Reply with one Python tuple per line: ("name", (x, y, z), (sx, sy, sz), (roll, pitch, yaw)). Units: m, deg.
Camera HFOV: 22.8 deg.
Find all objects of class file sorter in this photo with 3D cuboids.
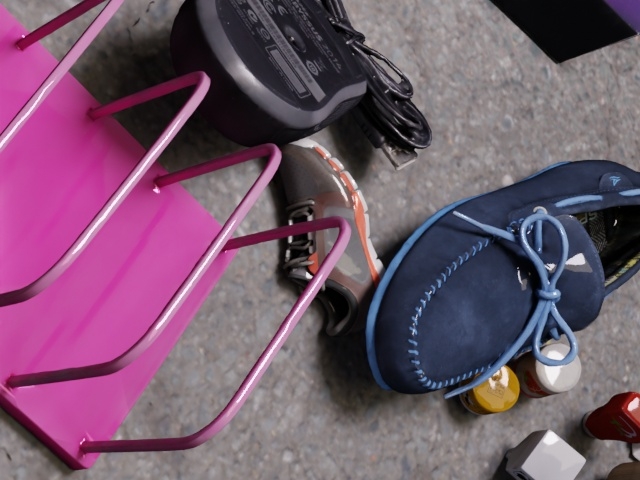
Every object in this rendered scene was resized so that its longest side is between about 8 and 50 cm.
("file sorter", (-0.154, -0.030, 0.972), (0.291, 0.182, 0.202), (46, 58, -22))

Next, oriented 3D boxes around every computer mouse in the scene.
("computer mouse", (-0.029, -0.117, 1.109), (0.188, 0.072, 0.272), (58, 23, 5))

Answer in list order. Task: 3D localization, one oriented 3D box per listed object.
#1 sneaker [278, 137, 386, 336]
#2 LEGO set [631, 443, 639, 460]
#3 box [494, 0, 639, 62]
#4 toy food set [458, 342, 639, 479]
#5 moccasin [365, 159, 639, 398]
("sneaker", (0.000, 0.000, 1.165), (0.065, 0.061, 0.158), (-31, 100, -30))
("LEGO set", (0.385, 0.250, 1.378), (0.132, 0.107, 0.287), (-29, 99, -37))
("box", (0.179, -0.307, 1.333), (0.261, 0.103, 0.184), (38, 58, -26))
("toy food set", (0.207, 0.171, 1.287), (0.232, 0.104, 0.111), (40, 72, -5))
("moccasin", (0.169, 0.012, 1.221), (0.342, 0.116, 0.138), (-36, 124, -40))
